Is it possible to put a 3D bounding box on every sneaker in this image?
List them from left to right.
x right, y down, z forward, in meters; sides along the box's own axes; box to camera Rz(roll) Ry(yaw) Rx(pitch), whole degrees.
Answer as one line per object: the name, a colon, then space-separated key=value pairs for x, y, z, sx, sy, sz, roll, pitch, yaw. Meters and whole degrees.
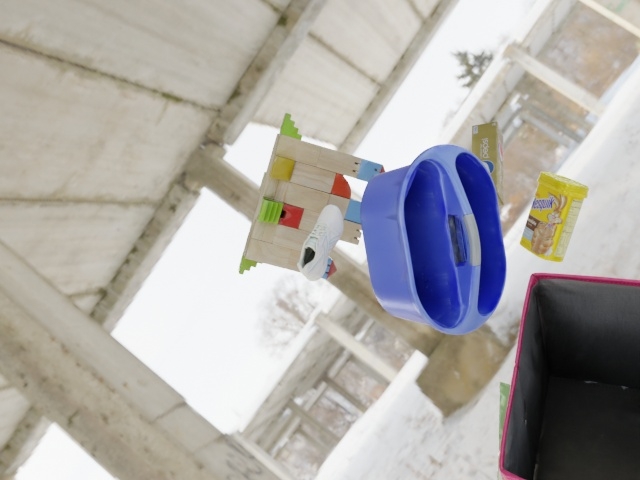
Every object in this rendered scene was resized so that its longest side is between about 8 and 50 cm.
sneaker: x=0.000 y=0.000 z=1.415 sx=0.061 sy=0.054 sz=0.152 roll=37 pitch=-111 yaw=-62

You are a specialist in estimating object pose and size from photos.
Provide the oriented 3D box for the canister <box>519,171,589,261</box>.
canister: x=0.500 y=-0.051 z=1.617 sx=0.126 sy=0.074 sz=0.169 roll=-127 pitch=48 yaw=-67

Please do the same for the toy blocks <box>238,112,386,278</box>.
toy blocks: x=-0.011 y=-0.070 z=1.719 sx=0.191 sy=0.261 sz=0.381 roll=-131 pitch=57 yaw=-77

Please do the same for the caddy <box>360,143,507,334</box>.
caddy: x=0.218 y=-0.001 z=1.358 sx=0.241 sy=0.341 sz=0.179 roll=-15 pitch=8 yaw=-35

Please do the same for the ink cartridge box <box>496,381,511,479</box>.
ink cartridge box: x=0.340 y=0.318 z=1.074 sx=0.056 sy=0.171 sz=0.235 roll=116 pitch=170 yaw=-52

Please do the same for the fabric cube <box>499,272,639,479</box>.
fabric cube: x=0.356 y=0.219 z=0.847 sx=0.258 sy=0.254 sz=0.259 roll=67 pitch=-144 yaw=-48

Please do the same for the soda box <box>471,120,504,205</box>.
soda box: x=0.361 y=-0.162 z=1.618 sx=0.061 sy=0.058 sz=0.181 roll=45 pitch=-135 yaw=-52
